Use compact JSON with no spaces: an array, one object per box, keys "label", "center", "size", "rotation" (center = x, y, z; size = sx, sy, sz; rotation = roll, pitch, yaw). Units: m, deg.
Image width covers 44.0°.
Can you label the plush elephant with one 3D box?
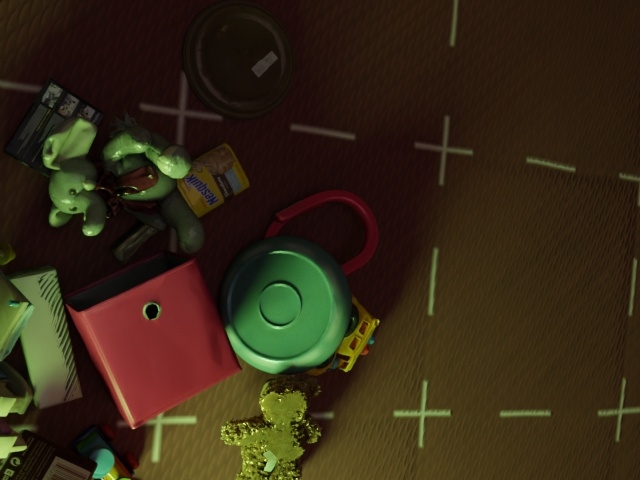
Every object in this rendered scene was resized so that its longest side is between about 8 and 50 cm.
[{"label":"plush elephant","center":[-0.424,-0.112,1.595],"size":[0.255,0.330,0.272],"rotation":[-30,148,-24]}]

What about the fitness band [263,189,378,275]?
[{"label":"fitness band","center":[0.000,0.000,1.887],"size":[0.290,0.054,0.209],"rotation":[-27,86,-20]}]

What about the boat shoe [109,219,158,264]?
[{"label":"boat shoe","center":[-0.390,-0.012,1.741],"size":[0.153,0.056,0.048],"rotation":[-43,118,-15]}]

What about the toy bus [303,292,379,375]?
[{"label":"toy bus","center":[0.038,0.242,1.914],"size":[0.211,0.149,0.220],"rotation":[39,78,-37]}]

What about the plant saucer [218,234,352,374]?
[{"label":"plant saucer","center":[-0.088,0.145,1.791],"size":[0.317,0.043,0.318],"rotation":[-1,86,12]}]

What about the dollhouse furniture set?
[{"label":"dollhouse furniture set","center":[-0.575,0.193,1.488],"size":[0.303,0.286,0.198],"rotation":[-59,153,7]}]

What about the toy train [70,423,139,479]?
[{"label":"toy train","center":[-0.427,0.519,1.698],"size":[0.105,0.143,0.248],"rotation":[-39,107,-18]}]

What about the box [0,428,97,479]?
[{"label":"box","center":[-0.569,0.519,1.554],"size":[0.167,0.168,0.203],"rotation":[27,123,-7]}]

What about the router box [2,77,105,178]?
[{"label":"router box","center":[-0.556,-0.227,1.656],"size":[0.133,0.046,0.179],"rotation":[33,79,-23]}]

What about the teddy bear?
[{"label":"teddy bear","center":[-0.107,0.447,1.838],"size":[0.245,0.113,0.338],"rotation":[-13,121,-11]}]

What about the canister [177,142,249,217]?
[{"label":"canister","center":[-0.259,-0.129,1.784],"size":[0.170,0.073,0.126],"rotation":[-34,106,-21]}]

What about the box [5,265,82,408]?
[{"label":"box","center":[-0.571,0.196,1.636],"size":[0.094,0.113,0.275],"rotation":[-13,99,-25]}]

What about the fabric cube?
[{"label":"fabric cube","center":[-0.356,0.193,1.652],"size":[0.254,0.259,0.258],"rotation":[-26,103,-23]}]

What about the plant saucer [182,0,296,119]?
[{"label":"plant saucer","center":[-0.179,-0.418,1.825],"size":[0.277,0.041,0.278],"rotation":[-1,92,-25]}]
